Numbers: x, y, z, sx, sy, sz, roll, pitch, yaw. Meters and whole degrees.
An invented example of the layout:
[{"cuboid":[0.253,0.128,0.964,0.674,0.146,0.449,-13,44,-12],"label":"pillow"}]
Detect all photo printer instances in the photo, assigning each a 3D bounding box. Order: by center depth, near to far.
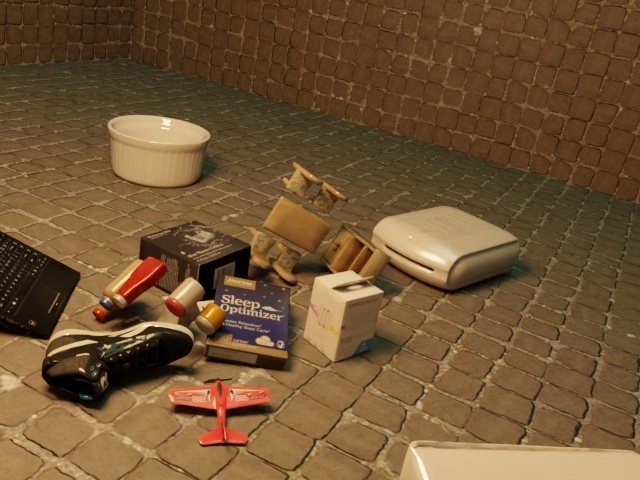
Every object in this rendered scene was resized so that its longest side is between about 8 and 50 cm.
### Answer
[{"cuboid":[0.294,0.014,1.606,0.307,0.107,0.256,-12,32,-43],"label":"photo printer"}]

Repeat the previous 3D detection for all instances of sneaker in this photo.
[{"cuboid":[-0.295,0.187,0.981,0.217,0.079,0.121,-3,28,-11],"label":"sneaker"}]

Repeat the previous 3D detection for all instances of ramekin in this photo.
[{"cuboid":[-0.453,-0.249,1.859,0.277,0.135,0.277,10,23,-4],"label":"ramekin"}]

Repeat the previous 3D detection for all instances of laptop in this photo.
[{"cuboid":[-0.520,0.000,1.113,0.264,0.136,0.234,31,17,-18],"label":"laptop"}]

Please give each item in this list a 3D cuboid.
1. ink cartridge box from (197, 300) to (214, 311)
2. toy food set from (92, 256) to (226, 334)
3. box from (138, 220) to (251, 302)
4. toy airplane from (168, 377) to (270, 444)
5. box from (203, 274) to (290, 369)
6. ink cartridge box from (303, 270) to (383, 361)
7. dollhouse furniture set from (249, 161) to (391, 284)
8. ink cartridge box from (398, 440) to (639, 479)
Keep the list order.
[{"cuboid":[-0.181,0.132,1.211,0.083,0.028,0.048,-1,27,-27],"label":"ink cartridge box"},{"cuboid":[-0.277,0.106,1.096,0.232,0.111,0.104,21,53,29],"label":"toy food set"},{"cuboid":[-0.249,0.041,1.318,0.158,0.093,0.156,22,25,27],"label":"box"},{"cuboid":[-0.141,0.245,0.960,0.151,0.028,0.151,8,23,-3],"label":"toy airplane"},{"cuboid":[-0.124,0.128,1.178,0.136,0.036,0.225,11,32,-9],"label":"box"},{"cuboid":[0.042,0.124,1.181,0.092,0.143,0.090,-9,30,-40],"label":"ink cartridge box"},{"cuboid":[0.000,0.000,1.383,0.242,0.212,0.161,29,8,-34],"label":"dollhouse furniture set"},{"cuboid":[0.111,0.350,0.346,0.166,0.395,0.285,6,22,-12],"label":"ink cartridge box"}]
